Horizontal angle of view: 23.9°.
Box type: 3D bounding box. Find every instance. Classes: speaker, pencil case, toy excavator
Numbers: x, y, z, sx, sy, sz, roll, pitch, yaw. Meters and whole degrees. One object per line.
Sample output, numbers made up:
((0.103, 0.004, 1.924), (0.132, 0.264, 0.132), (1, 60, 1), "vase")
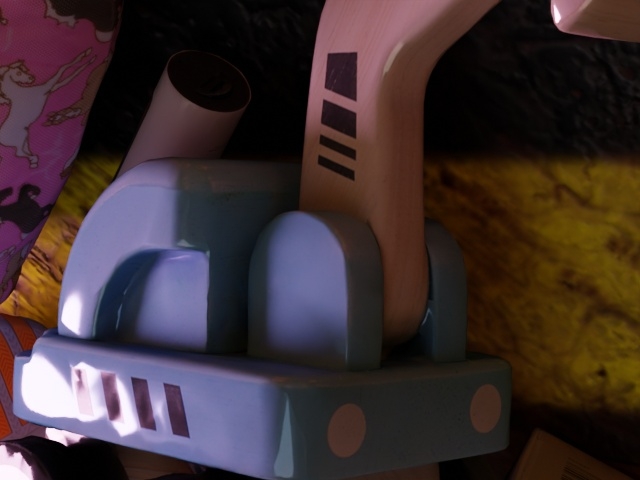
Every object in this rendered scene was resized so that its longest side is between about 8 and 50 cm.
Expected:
((-0.091, -0.051, 0.928), (0.055, 0.055, 0.136), (34, 130, 2), "speaker")
((-0.217, -0.113, 0.886), (0.160, 0.167, 0.386), (53, 135, 26), "pencil case")
((0.000, 0.000, 0.817), (0.433, 0.222, 0.445), (3, 94, 46), "toy excavator")

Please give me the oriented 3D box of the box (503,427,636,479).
((0.110, 0.265, 0.973), (0.094, 0.113, 0.275), (29, 115, 7), "box")

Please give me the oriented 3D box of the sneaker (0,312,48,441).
((-0.230, 0.180, 1.104), (0.180, 0.124, 0.321), (11, 120, 46), "sneaker")
